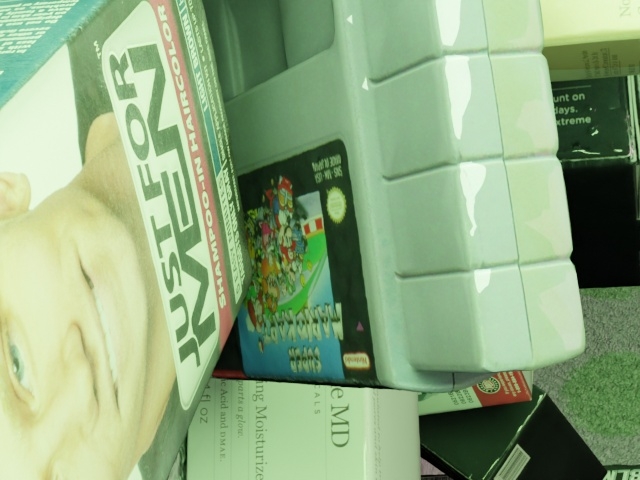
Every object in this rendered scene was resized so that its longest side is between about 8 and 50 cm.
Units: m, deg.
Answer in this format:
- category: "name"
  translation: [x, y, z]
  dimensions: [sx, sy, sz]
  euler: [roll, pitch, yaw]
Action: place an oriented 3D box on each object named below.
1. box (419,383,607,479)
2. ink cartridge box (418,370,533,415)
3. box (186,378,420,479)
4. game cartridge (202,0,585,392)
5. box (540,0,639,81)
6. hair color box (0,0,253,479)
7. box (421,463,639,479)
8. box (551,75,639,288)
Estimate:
- category: "box"
  translation: [0.138, 0.168, 1.231]
  dimensions: [0.103, 0.184, 0.261]
  euler: [-55, 149, -8]
- category: "ink cartridge box"
  translation: [0.063, 0.050, 1.040]
  dimensions: [0.127, 0.176, 0.128]
  euler: [-79, 150, -44]
- category: "box"
  translation: [-0.006, 0.133, 0.871]
  dimensions: [0.182, 0.119, 0.181]
  euler: [49, 38, -69]
- category: "game cartridge"
  translation: [-0.010, -0.048, 0.623]
  dimensions: [0.355, 0.068, 0.230]
  euler: [168, -82, -67]
- category: "box"
  translation: [0.063, -0.169, 0.833]
  dimensions: [0.121, 0.311, 0.148]
  euler: [14, 72, -77]
- category: "hair color box"
  translation: [-0.118, 0.027, 0.444]
  dimensions: [0.347, 0.105, 0.174]
  euler: [-70, 153, -60]
- category: "box"
  translation: [0.228, 0.351, 1.436]
  dimensions: [0.295, 0.293, 0.073]
  euler: [74, 18, -44]
- category: "box"
  translation: [0.181, -0.222, 1.403]
  dimensions: [0.480, 0.297, 0.472]
  euler: [47, 42, -69]
